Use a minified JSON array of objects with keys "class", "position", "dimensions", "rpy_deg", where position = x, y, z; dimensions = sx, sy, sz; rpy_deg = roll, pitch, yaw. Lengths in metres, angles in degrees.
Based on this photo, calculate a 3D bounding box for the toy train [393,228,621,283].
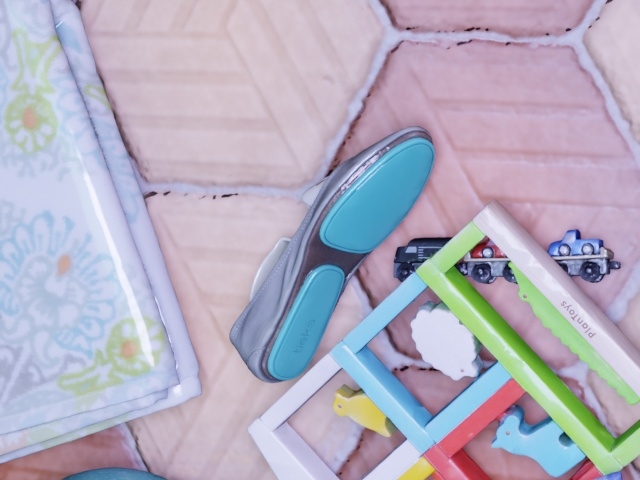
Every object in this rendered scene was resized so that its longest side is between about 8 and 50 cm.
[{"class":"toy train","position":[0.126,0.011,1.130],"dimensions":[0.158,0.027,0.036],"rpy_deg":[-1,85,20]}]

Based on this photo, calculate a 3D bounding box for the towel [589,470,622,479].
[{"class":"towel","position":[0.112,0.283,1.137],"dimensions":[0.285,0.034,0.209],"rpy_deg":[-21,104,20]}]

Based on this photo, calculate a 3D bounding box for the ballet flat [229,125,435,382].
[{"class":"ballet flat","position":[0.000,0.000,1.153],"dimensions":[0.068,0.072,0.213],"rpy_deg":[43,108,42]}]

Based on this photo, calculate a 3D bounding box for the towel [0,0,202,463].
[{"class":"towel","position":[-0.282,-0.008,1.238],"dimensions":[0.320,0.090,0.374],"rpy_deg":[-20,91,20]}]

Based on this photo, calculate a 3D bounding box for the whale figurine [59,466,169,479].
[{"class":"whale figurine","position":[-0.140,0.286,1.217],"dimensions":[0.216,0.141,0.272],"rpy_deg":[6,123,19]}]

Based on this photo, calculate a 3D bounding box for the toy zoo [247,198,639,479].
[{"class":"toy zoo","position":[0.081,0.137,1.141],"dimensions":[0.192,0.030,0.293],"rpy_deg":[47,113,4]}]
